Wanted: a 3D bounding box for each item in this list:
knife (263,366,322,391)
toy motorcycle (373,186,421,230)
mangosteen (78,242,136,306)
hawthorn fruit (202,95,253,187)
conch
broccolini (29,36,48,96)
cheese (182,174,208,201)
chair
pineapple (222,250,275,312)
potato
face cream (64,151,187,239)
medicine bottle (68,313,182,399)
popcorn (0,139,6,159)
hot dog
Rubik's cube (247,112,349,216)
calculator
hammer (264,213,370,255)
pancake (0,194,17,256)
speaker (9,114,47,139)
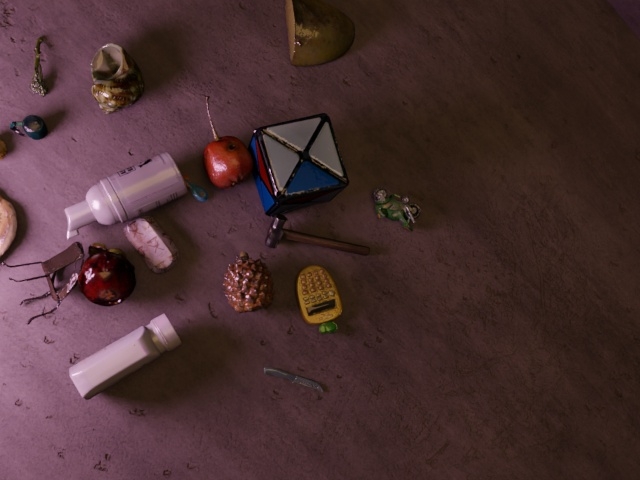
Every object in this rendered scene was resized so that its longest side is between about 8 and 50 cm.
[{"bbox_3d":[-0.086,0.445,1.782,0.210,0.015,0.028,21,69,-14],"label":"knife"},{"bbox_3d":[0.262,-0.111,1.948,0.190,0.074,0.106,25,85,-13],"label":"toy motorcycle"},{"bbox_3d":[-0.616,0.096,1.607,0.166,0.166,0.180,5,49,-16],"label":"mangosteen"},{"bbox_3d":[-0.322,-0.304,1.744,0.165,0.165,0.286,-30,99,-19],"label":"hawthorn fruit"},{"bbox_3d":[-0.634,-0.487,1.708,0.187,0.124,0.181,39,81,16],"label":"conch"},{"bbox_3d":[-0.853,-0.534,1.681,0.054,0.052,0.194,3,80,-20],"label":"broccolini"},{"bbox_3d":[-0.403,-0.165,1.773,0.111,0.017,0.047,44,53,-11],"label":"cheese"},{"bbox_3d":[-0.753,0.102,1.550,0.213,0.174,0.149,-27,124,-26],"label":"chair"},{"bbox_3d":[-0.227,0.126,1.715,0.166,0.166,0.193,-9,84,-18],"label":"pineapple"},{"bbox_3d":[0.015,-0.758,1.953,0.255,0.112,0.270,-3,84,-18],"label":"potato"},{"bbox_3d":[-0.595,-0.128,1.646,0.369,0.145,0.146,-28,90,-20],"label":"face cream"},{"bbox_3d":[-0.552,0.329,1.581,0.296,0.161,0.111,-32,93,-21],"label":"medicine bottle"},{"bbox_3d":[-0.949,-0.267,1.597,0.057,0.083,0.082,-17,110,8],"label":"popcorn"},{"bbox_3d":[-0.514,0.010,1.696,0.108,0.059,0.191,-37,97,-5],"label":"hot dog"},{"bbox_3d":[-0.078,-0.235,1.768,0.249,0.248,0.247,-16,87,-18],"label":"Rubik's cube"},{"bbox_3d":[-0.004,0.197,1.837,0.146,0.032,0.235,-14,85,-18],"label":"calculator"},{"bbox_3d":[0.000,0.000,1.850,0.365,0.043,0.111,12,118,-21],"label":"hammer"},{"bbox_3d":[-1.004,-0.040,1.561,0.282,0.049,0.283,3,78,-15],"label":"pancake"},{"bbox_3d":[-0.860,-0.329,1.633,0.094,0.075,0.060,-22,88,-18],"label":"speaker"}]
